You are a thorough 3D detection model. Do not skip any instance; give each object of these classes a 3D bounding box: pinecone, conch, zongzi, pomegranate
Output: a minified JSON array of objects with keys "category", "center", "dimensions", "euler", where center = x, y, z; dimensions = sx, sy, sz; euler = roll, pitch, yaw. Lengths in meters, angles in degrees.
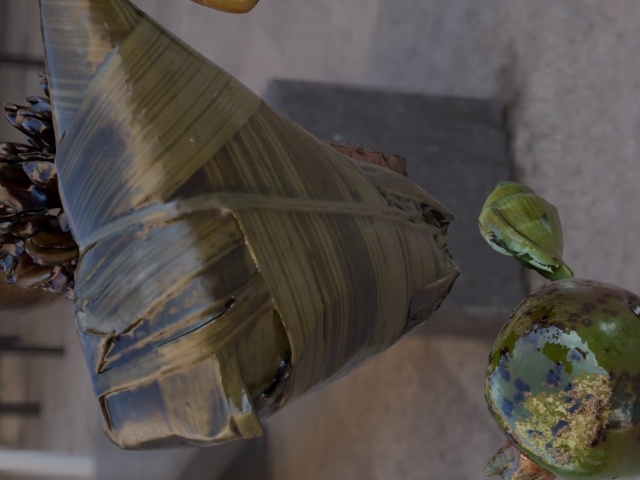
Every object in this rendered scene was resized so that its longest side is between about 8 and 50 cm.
[{"category":"pinecone","center":[-0.173,-0.050,1.425],"dimensions":[0.221,0.221,0.221],"euler":[-177,90,-72]},{"category":"conch","center":[0.219,-0.011,1.956],"dimensions":[0.201,0.095,0.079],"euler":[-96,23,-71]},{"category":"zongzi","center":[-0.046,-0.051,1.032],"dimensions":[0.134,0.286,0.288],"euler":[-16,95,35]},{"category":"pomegranate","center":[0.191,0.119,1.349],"dimensions":[0.159,0.159,0.205],"euler":[-105,32,-43]}]

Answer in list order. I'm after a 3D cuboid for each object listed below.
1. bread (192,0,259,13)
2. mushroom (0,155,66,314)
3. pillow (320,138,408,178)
[{"category":"bread","center":[-0.129,-0.271,1.651],"dimensions":[0.239,0.074,0.092],"euler":[38,142,57]},{"category":"mushroom","center":[-0.336,0.006,1.764],"dimensions":[0.156,0.285,0.151],"euler":[-38,44,28]},{"category":"pillow","center":[0.000,0.000,1.937],"dimensions":[0.049,0.135,0.248],"euler":[-114,38,-51]}]
